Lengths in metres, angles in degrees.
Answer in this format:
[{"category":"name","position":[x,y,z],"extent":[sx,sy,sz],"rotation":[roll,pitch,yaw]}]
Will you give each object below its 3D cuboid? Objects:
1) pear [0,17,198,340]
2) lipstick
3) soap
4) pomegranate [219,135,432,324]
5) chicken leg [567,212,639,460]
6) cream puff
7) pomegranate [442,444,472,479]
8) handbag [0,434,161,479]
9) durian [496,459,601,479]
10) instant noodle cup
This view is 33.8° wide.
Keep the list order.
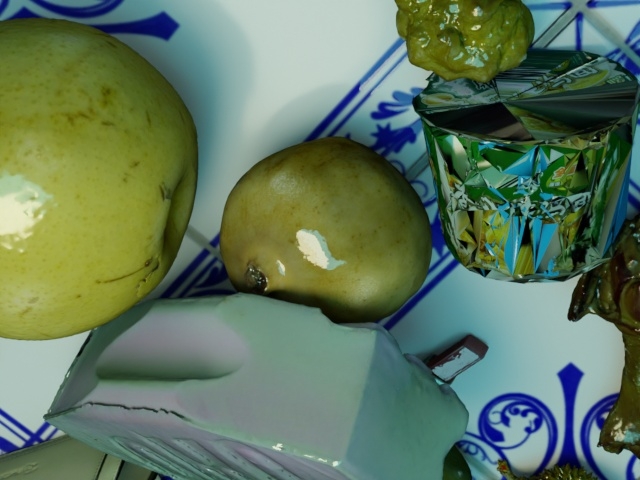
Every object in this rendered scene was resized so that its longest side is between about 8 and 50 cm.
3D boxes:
[{"category":"pear","position":[-0.292,-0.061,1.090],"extent":[0.348,0.348,0.348],"rotation":[2,114,5]},{"category":"lipstick","position":[0.075,0.212,1.320],"extent":[0.312,0.051,0.051],"rotation":[-37,103,19]},{"category":"soap","position":[-0.095,0.180,1.161],"extent":[0.446,0.156,0.261],"rotation":[-3,147,41]},{"category":"pomegranate","position":[0.004,-0.004,1.150],"extent":[0.233,0.233,0.233],"rotation":[2,114,5]},{"category":"chicken leg","position":[0.372,0.100,1.189],"extent":[0.212,0.140,0.361],"rotation":[13,111,-8]},{"category":"cream puff","position":[0.144,-0.238,1.061],"extent":[0.146,0.146,0.116],"rotation":[-4,147,8]},{"category":"pomegranate","position":[0.139,0.317,1.326],"extent":[0.191,0.131,0.152],"rotation":[22,110,-28]},{"category":"handbag","position":[-0.373,0.382,1.344],"extent":[0.359,0.236,0.160],"rotation":[-20,108,14]},{"category":"durian","position":[0.311,0.344,1.335],"extent":[0.208,0.102,0.146],"rotation":[33,134,18]},{"category":"instant noodle cup","position":[0.214,-0.077,1.095],"extent":[0.240,0.240,0.178],"rotation":[-3,123,8]}]
